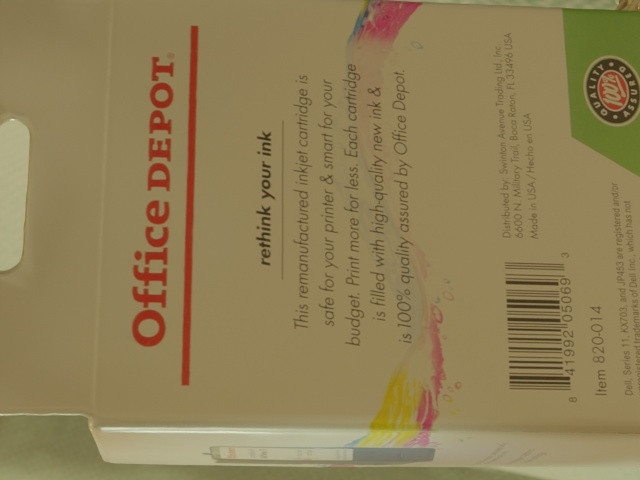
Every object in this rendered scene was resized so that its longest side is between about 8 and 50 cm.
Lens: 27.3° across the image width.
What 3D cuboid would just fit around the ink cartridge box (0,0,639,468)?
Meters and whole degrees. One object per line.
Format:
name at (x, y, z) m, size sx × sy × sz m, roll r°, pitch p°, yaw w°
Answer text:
ink cartridge box at (0.000, 0.000, 0.629) m, size 0.353 × 0.207 × 0.119 m, roll 2°, pitch 163°, yaw -6°

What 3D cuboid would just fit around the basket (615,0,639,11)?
basket at (0.365, -0.110, 0.782) m, size 0.331 × 0.266 × 0.328 m, roll 34°, pitch 138°, yaw -2°
